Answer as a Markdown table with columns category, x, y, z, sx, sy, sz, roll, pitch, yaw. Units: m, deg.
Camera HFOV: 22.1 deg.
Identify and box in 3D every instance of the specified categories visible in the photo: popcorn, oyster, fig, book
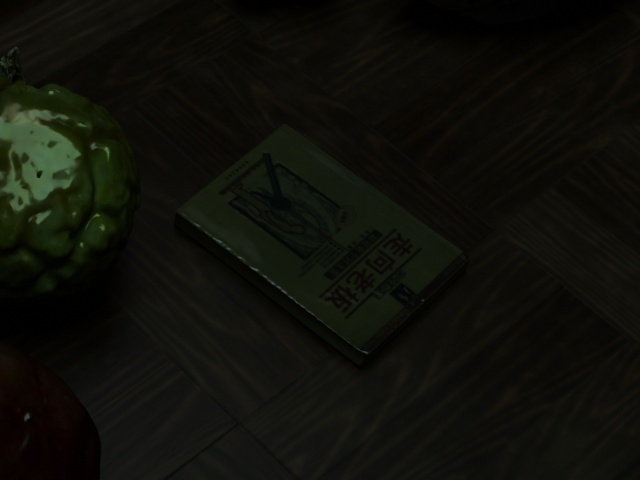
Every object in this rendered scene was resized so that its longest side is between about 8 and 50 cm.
| category | x | y | z | sx | sy | sz | roll | pitch | yaw |
| --- | --- | --- | --- | --- | --- | --- | --- | --- | --- |
| popcorn | -0.267 | -0.041 | 1.408 | 0.221 | 0.183 | 0.204 | 26 | 83 | 9 |
| oyster | -0.310 | -0.140 | 1.550 | 0.038 | 0.080 | 0.083 | 3 | 13 | 22 |
| fig | -0.272 | 0.145 | 1.272 | 0.204 | 0.186 | 0.249 | 18 | 24 | -15 |
| book | 0.000 | 0.000 | 1.509 | 0.231 | 0.026 | 0.161 | 36 | 55 | 19 |

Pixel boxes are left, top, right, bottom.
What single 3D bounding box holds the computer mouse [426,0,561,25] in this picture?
| category | x | y | z | sx | sy | sz | roll | pitch | yaw |
| --- | --- | --- | --- | --- | --- | --- | --- | --- | --- |
| computer mouse | 0.258 | -0.344 | 1.700 | 0.389 | 0.115 | 0.199 | -21 | 101 | -17 |
